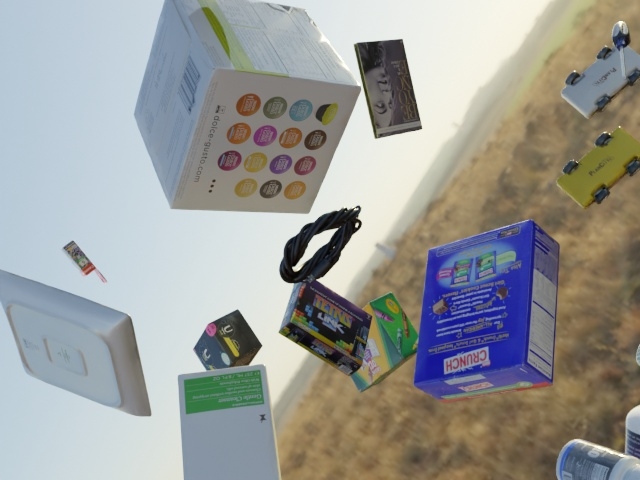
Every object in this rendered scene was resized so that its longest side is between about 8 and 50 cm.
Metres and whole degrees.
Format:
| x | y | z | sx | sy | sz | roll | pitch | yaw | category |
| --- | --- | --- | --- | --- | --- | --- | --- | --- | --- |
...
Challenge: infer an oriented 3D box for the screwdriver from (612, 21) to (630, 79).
| x | y | z | sx | sy | sz | roll | pitch | yaw | category |
| --- | --- | --- | --- | --- | --- | --- | --- | --- | --- |
| 0.369 | -0.234 | 1.127 | 0.024 | 0.025 | 0.170 | -40 | 11 | 33 | screwdriver |

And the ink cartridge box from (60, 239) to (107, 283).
| x | y | z | sx | sy | sz | roll | pitch | yaw | category |
| --- | --- | --- | --- | --- | --- | --- | --- | --- | --- |
| -0.500 | 0.053 | 1.938 | 0.029 | 0.115 | 0.063 | -40 | 9 | -19 | ink cartridge box |

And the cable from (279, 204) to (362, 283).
| x | y | z | sx | sy | sz | roll | pitch | yaw | category |
| --- | --- | --- | --- | --- | --- | --- | --- | --- | --- |
| 0.000 | 0.000 | 1.600 | 0.184 | 0.047 | 0.150 | -46 | -28 | 6 | cable |

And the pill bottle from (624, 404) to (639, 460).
| x | y | z | sx | sy | sz | roll | pitch | yaw | category |
| --- | --- | --- | --- | --- | --- | --- | --- | --- | --- |
| 0.705 | 0.450 | 1.840 | 0.181 | 0.182 | 0.322 | -35 | -54 | -81 | pill bottle |

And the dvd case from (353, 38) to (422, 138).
| x | y | z | sx | sy | sz | roll | pitch | yaw | category |
| --- | --- | --- | --- | --- | --- | --- | --- | --- | --- |
| 0.159 | -0.353 | 2.119 | 0.165 | 0.221 | 0.018 | -17 | 6 | -44 | dvd case |

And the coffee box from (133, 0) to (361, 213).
| x | y | z | sx | sy | sz | roll | pitch | yaw | category |
| --- | --- | --- | --- | --- | --- | --- | --- | --- | --- |
| -0.167 | -0.292 | 1.955 | 0.338 | 0.335 | 0.337 | 60 | 138 | 42 | coffee box |

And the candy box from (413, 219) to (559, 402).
| x | y | z | sx | sy | sz | roll | pitch | yaw | category |
| --- | --- | --- | --- | --- | --- | --- | --- | --- | --- |
| 0.335 | 0.147 | 1.842 | 0.268 | 0.122 | 0.317 | -18 | 50 | 42 | candy box |

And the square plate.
| x | y | z | sx | sy | sz | roll | pitch | yaw | category |
| --- | --- | --- | --- | --- | --- | --- | --- | --- | --- |
| -0.541 | 0.237 | 1.982 | 0.347 | 0.344 | 0.049 | 90 | -157 | -43 | square plate |

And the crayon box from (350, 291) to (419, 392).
| x | y | z | sx | sy | sz | roll | pitch | yaw | category |
| --- | --- | --- | --- | --- | --- | --- | --- | --- | --- |
| 0.142 | 0.266 | 2.367 | 0.081 | 0.165 | 0.278 | -23 | -16 | -31 | crayon box |

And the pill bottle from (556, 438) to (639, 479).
| x | y | z | sx | sy | sz | roll | pitch | yaw | category |
| --- | --- | --- | --- | --- | --- | --- | --- | --- | --- |
| 0.413 | 0.337 | 1.307 | 0.137 | 0.078 | 0.078 | 9 | 60 | 55 | pill bottle |

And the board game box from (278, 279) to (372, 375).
| x | y | z | sx | sy | sz | roll | pitch | yaw | category |
| --- | --- | --- | --- | --- | --- | --- | --- | --- | --- |
| 0.013 | 0.163 | 1.787 | 0.048 | 0.170 | 0.141 | -45 | 19 | 39 | board game box |

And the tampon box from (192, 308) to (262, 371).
| x | y | z | sx | sy | sz | roll | pitch | yaw | category |
| --- | --- | --- | --- | --- | --- | --- | --- | --- | --- |
| -0.241 | 0.277 | 2.366 | 0.101 | 0.120 | 0.161 | -26 | -17 | -33 | tampon box |

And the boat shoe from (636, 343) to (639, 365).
| x | y | z | sx | sy | sz | roll | pitch | yaw | category |
| --- | --- | --- | --- | --- | --- | --- | --- | --- | --- |
| 1.000 | 0.200 | 2.219 | 0.500 | 0.156 | 0.186 | -37 | 14 | 28 | boat shoe |

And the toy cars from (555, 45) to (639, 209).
| x | y | z | sx | sy | sz | roll | pitch | yaw | category |
| --- | --- | --- | --- | --- | --- | --- | --- | --- | --- |
| 0.579 | -0.231 | 1.898 | 0.087 | 0.177 | 0.393 | 83 | -165 | -68 | toy cars |

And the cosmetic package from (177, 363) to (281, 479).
| x | y | z | sx | sy | sz | roll | pitch | yaw | category |
| --- | --- | --- | --- | --- | --- | --- | --- | --- | --- |
| -0.181 | 0.453 | 1.865 | 0.155 | 0.197 | 0.365 | 90 | 171 | -49 | cosmetic package |
